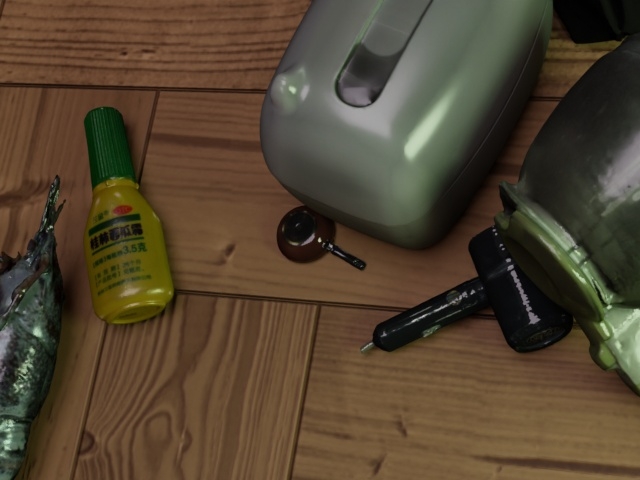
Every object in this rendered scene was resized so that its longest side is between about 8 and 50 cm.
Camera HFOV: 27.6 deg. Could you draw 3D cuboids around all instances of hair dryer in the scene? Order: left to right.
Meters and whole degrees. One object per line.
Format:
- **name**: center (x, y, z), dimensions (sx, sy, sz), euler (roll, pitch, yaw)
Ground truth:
- **hair dryer**: center (0.139, 0.076, 1.336), dimensions (0.219, 0.071, 0.124), euler (-24, 65, 16)

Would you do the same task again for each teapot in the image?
- **teapot**: center (0.309, -0.009, 1.241), dimensions (0.239, 0.321, 0.239), euler (-39, 30, -3)

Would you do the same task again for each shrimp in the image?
- **shrimp**: center (-0.365, 0.101, 1.430), dimensions (0.137, 0.172, 0.372), euler (-1, 77, 23)

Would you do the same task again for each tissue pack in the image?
- **tissue pack**: center (0.089, -0.177, 1.343), dimensions (0.229, 0.236, 0.333), euler (24, 78, 23)

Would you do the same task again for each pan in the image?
- **pan**: center (0.000, 0.000, 1.428), dimensions (0.115, 0.023, 0.068), euler (28, 80, 25)

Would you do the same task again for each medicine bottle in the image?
- **medicine bottle**: center (-0.231, -0.033, 1.494), dimensions (0.095, 0.064, 0.260), euler (-18, 65, 11)

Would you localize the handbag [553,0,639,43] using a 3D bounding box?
- **handbag**: center (0.253, -0.388, 1.343), dimensions (0.152, 0.288, 0.342), euler (-18, 66, 14)
